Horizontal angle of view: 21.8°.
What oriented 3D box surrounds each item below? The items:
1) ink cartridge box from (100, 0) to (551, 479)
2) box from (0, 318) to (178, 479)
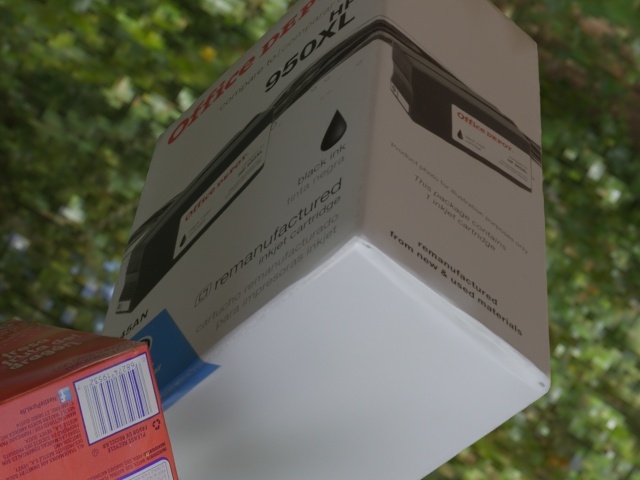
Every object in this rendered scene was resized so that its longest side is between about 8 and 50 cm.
[{"bbox_3d":[0.000,0.000,1.151,0.166,0.285,0.395,38,-148,-21],"label":"ink cartridge box"},{"bbox_3d":[-0.224,0.160,0.815,0.300,0.154,0.142,-23,-163,-37],"label":"box"}]
